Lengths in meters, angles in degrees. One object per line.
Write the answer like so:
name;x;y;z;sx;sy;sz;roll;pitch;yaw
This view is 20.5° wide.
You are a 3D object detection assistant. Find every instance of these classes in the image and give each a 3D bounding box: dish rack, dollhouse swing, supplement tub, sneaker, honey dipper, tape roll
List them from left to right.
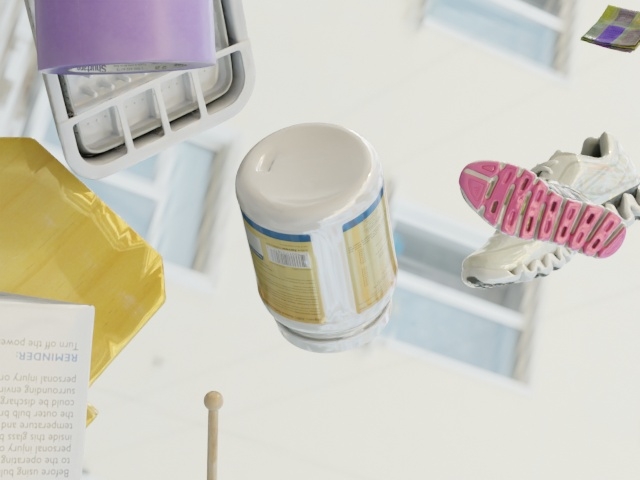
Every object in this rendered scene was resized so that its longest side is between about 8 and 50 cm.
dollhouse swing;-0.417;0.088;2.195;0.305;0.347;0.315;-53;-168;-30
tape roll;-0.206;-0.220;1.866;0.189;0.189;0.080;3;-85;64
dish rack;-0.225;-0.266;2.100;0.072;0.285;0.333;27;-44;46
honey dipper;-0.099;0.201;1.610;0.030;0.030;0.161;-112;-159;-55
supplement tub;0.000;0.000;1.739;0.144;0.144;0.200;-101;-179;-47
sneaker;0.195;-0.031;1.628;0.063;0.170;0.075;-69;-160;5
sneaker;0.262;-0.032;2.041;0.110;0.292;0.118;-12;-76;54

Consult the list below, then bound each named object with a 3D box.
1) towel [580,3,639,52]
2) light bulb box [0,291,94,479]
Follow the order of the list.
towel;0.326;-0.230;1.910;0.060;0.009;0.083;-47;-142;-17
light bulb box;-0.349;0.213;1.366;0.358;0.225;0.361;4;-90;62
